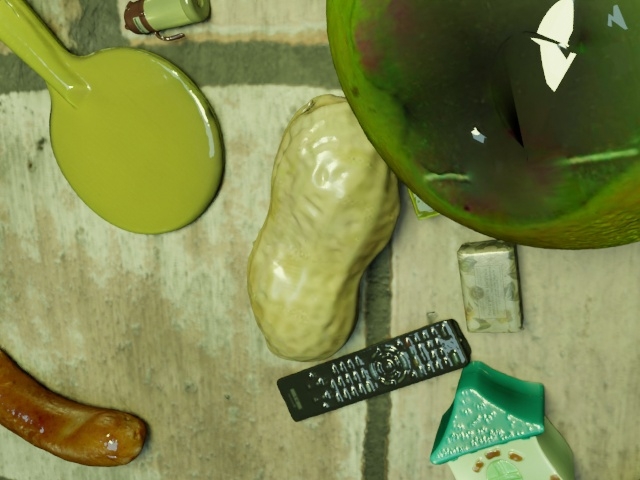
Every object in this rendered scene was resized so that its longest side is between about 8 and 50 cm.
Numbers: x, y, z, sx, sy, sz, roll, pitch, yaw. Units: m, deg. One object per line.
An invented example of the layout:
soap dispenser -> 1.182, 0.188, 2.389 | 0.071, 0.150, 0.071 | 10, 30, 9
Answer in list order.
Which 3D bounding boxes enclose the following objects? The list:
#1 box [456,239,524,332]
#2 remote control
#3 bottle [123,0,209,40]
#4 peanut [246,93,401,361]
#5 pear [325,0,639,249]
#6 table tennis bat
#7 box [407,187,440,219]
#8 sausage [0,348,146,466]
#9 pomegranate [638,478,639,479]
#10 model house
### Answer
box -> 0.184, 0.049, 0.718 | 0.062, 0.045, 0.098 | -7, 103, 21
remote control -> 0.058, 0.157, 0.801 | 0.245, 0.025, 0.063 | -23, 95, 23
bottle -> -0.178, -0.261, 0.757 | 0.101, 0.047, 0.063 | -7, 75, 25
peanut -> 0.000, 0.000, 0.721 | 0.149, 0.149, 0.313 | 22, 113, 12
pear -> 0.154, -0.135, 0.482 | 0.399, 0.165, 0.398 | 20, 133, 24
table tennis bat -> -0.274, -0.164, 0.815 | 0.369, 0.054, 0.224 | 44, 114, -2
box -> 0.134, -0.190, 0.670 | 0.173, 0.043, 0.311 | -16, 99, 22
sausage -> -0.385, 0.243, 0.946 | 0.302, 0.076, 0.102 | 24, 112, 11
pomegranate -> 0.391, 0.321, 0.640 | 0.216, 0.215, 0.215 | 5, 106, 17
model house -> 0.192, 0.214, 0.732 | 0.127, 0.100, 0.148 | -26, 93, 23
